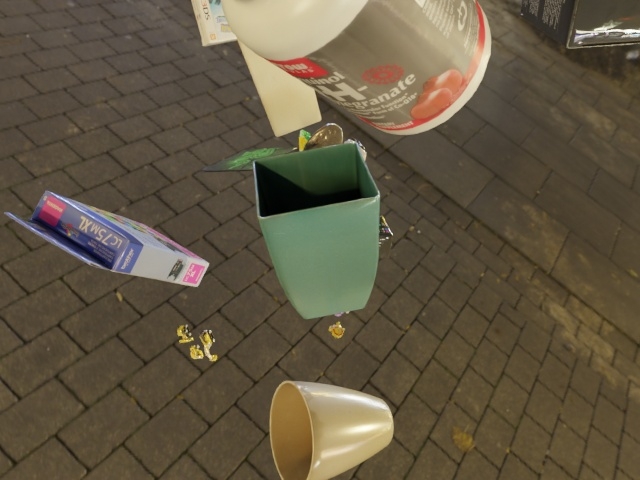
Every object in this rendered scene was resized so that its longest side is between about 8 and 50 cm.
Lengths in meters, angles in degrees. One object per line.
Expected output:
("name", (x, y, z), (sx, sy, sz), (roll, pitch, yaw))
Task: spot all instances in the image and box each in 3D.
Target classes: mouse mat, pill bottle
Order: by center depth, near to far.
("pill bottle", (0.021, -0.229, 0.485), (0.318, 0.176, 0.176), (15, 38, -51))
("mouse mat", (-0.156, -0.182, 1.163), (0.152, 0.007, 0.189), (2, 23, 27))

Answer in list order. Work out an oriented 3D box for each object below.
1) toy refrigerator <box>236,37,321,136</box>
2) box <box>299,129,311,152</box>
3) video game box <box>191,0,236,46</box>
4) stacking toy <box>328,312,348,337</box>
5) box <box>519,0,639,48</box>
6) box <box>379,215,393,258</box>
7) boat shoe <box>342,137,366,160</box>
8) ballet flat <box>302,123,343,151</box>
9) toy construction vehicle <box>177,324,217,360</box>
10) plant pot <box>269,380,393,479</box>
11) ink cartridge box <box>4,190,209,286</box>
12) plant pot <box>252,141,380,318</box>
("toy refrigerator", (-0.069, -0.288, 0.786), (0.094, 0.269, 0.102), (-21, 63, 1))
("box", (-0.034, -0.271, 1.720), (0.043, 0.179, 0.105), (-5, 1, 17))
("video game box", (-0.192, -0.554, 1.177), (0.205, 0.187, 0.048), (-22, 21, -26))
("stacking toy", (0.029, 0.210, 1.816), (0.052, 0.167, 0.221), (-20, 58, -34))
("box", (0.396, -0.356, 0.738), (0.153, 0.108, 0.207), (-4, 34, 1))
("box", (0.119, -0.007, 1.138), (0.052, 0.062, 0.083), (-2, 35, -11))
("boat shoe", (0.050, -0.196, 1.843), (0.127, 0.158, 0.341), (37, 57, -25))
("ballet flat", (-0.020, -0.205, 1.396), (0.084, 0.250, 0.058), (29, 24, -6))
("toy construction vehicle", (-0.301, 0.252, 1.266), (0.085, 0.098, 0.035), (-8, 22, 19))
("plant pot", (0.042, 0.486, 1.354), (0.274, 0.256, 0.257), (3, 48, -29))
("ink cartridge box", (-0.341, 0.001, 0.889), (0.185, 0.065, 0.311), (27, 0, 18))
("plant pot", (0.000, 0.000, 0.816), (0.165, 0.234, 0.165), (-10, 37, -3))
